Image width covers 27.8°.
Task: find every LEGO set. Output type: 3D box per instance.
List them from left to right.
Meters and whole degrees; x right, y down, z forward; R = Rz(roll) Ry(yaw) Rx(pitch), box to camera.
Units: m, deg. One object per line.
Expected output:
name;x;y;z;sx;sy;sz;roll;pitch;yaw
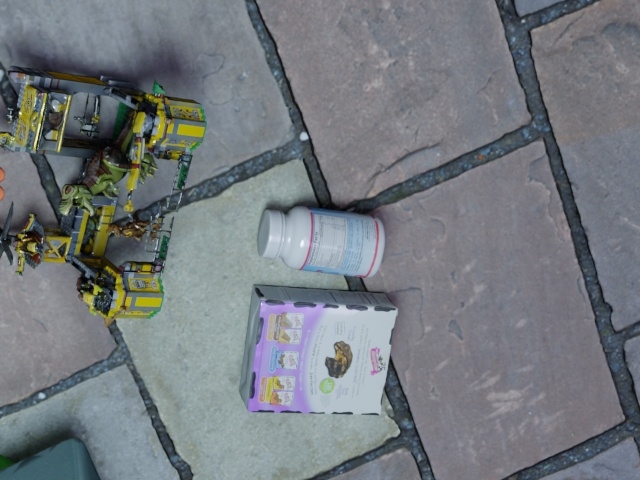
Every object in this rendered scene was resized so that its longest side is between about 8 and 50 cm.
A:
LEGO set;-0.296;-0.064;1.558;0.192;0.255;0.331;3;116;-39

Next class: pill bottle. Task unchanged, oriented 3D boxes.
pill bottle;0.000;0.000;1.746;0.160;0.087;0.087;7;105;-16

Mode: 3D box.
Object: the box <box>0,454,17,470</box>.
box;-0.485;0.404;1.729;0.262;0.127;0.231;33;97;-22

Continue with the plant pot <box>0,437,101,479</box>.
plant pot;-0.346;0.438;1.576;0.247;0.252;0.248;-24;111;-9

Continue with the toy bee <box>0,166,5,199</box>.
toy bee;-0.451;-0.036;1.522;0.162;0.298;0.195;0;82;-8

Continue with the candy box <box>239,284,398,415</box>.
candy box;-0.004;0.154;1.804;0.196;0.070;0.165;4;106;-15
